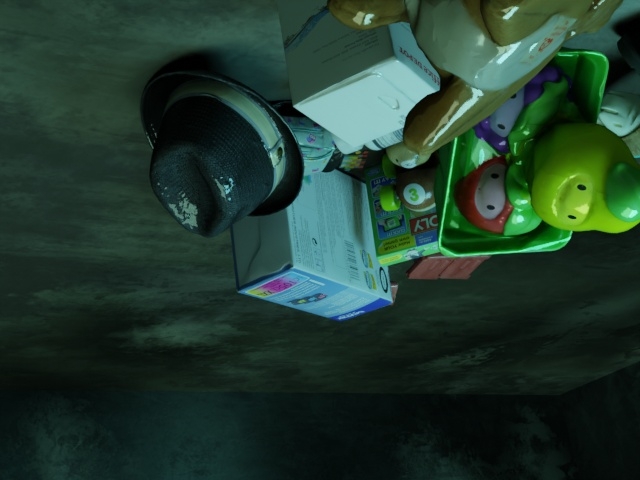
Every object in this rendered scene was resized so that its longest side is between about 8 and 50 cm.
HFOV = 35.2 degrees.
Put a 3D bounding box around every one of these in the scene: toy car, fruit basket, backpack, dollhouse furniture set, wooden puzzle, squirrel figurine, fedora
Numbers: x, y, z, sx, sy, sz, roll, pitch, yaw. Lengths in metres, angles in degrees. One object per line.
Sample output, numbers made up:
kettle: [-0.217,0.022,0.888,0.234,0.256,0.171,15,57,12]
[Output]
toy car: [0.169,-0.157,1.908,0.155,0.149,0.188,-7,148,23]
fruit basket: [0.349,-0.123,1.629,0.283,0.392,0.392,-3,156,-13]
backpack: [-0.050,-0.174,1.801,0.182,0.115,0.152,2,158,-17]
dollhouse furniture set: [0.208,0.024,2.246,0.152,0.201,0.374,1,155,-22]
wooden puzzle: [0.066,-0.158,2.016,0.049,0.006,0.083,-4,157,-12]
squirrel figurine: [0.167,-0.375,1.187,0.397,0.370,0.281,-32,164,-22]
fedora: [-0.188,-0.118,1.676,0.334,0.152,0.334,17,143,13]

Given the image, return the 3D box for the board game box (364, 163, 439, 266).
board game box: [0.252,-0.087,1.983,0.317,0.213,0.046,-16,147,15]

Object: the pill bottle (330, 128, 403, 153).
pill bottle: [0.109,-0.212,1.685,0.180,0.108,0.108,-19,155,23]

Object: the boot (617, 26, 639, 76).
boot: [0.700,-0.333,1.662,0.348,0.131,0.260,27,122,-2]

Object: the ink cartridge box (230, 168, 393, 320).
ink cartridge box: [0.000,0.000,2.023,0.151,0.270,0.395,-23,153,33]

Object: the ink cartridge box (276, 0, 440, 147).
ink cartridge box: [0.057,-0.285,1.426,0.168,0.233,0.171,-22,153,27]

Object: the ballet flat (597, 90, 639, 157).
ballet flat: [0.527,-0.216,1.842,0.124,0.116,0.342,35,166,-22]
